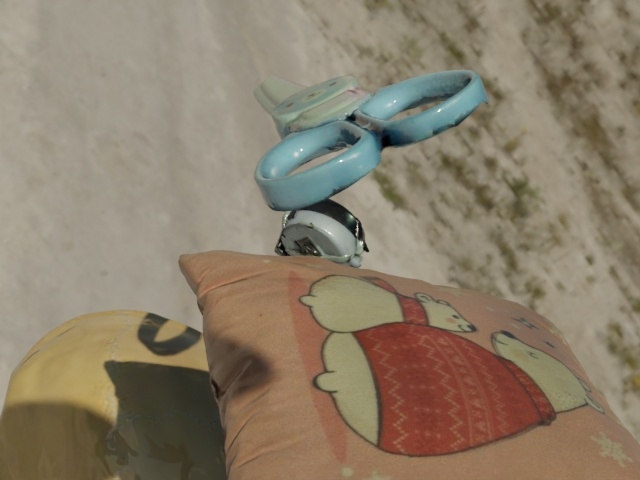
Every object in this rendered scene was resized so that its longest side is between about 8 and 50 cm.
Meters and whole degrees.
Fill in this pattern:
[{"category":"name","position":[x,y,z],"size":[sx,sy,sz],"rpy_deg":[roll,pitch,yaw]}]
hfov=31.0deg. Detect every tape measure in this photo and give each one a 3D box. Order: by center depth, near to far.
[{"category":"tape measure","position":[0.000,-0.001,1.154],"size":[0.091,0.094,0.054],"rpy_deg":[39,58,-5]}]

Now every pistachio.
[{"category":"pistachio","position":[-0.124,0.202,0.903],"size":[0.321,0.238,0.229],"rpy_deg":[52,-18,27]}]

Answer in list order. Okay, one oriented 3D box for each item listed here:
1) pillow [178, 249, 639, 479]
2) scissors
[{"category":"pillow","position":[0.048,0.084,0.544],"size":[0.223,0.084,0.236],"rpy_deg":[6,27,-17]},{"category":"scissors","position":[0.002,-0.072,0.666],"size":[0.030,0.125,0.256],"rpy_deg":[64,-8,-19]}]
